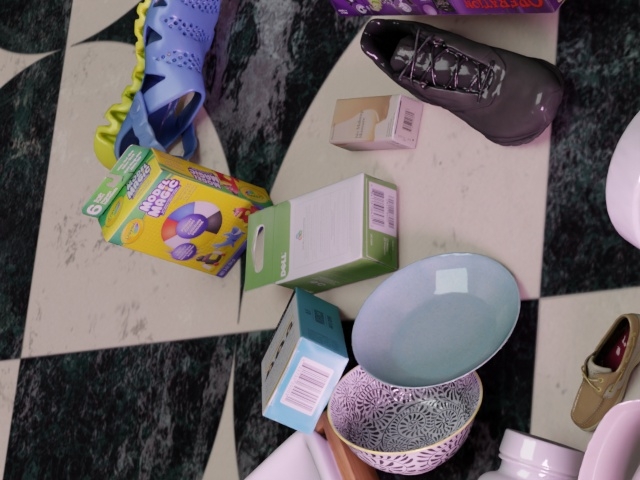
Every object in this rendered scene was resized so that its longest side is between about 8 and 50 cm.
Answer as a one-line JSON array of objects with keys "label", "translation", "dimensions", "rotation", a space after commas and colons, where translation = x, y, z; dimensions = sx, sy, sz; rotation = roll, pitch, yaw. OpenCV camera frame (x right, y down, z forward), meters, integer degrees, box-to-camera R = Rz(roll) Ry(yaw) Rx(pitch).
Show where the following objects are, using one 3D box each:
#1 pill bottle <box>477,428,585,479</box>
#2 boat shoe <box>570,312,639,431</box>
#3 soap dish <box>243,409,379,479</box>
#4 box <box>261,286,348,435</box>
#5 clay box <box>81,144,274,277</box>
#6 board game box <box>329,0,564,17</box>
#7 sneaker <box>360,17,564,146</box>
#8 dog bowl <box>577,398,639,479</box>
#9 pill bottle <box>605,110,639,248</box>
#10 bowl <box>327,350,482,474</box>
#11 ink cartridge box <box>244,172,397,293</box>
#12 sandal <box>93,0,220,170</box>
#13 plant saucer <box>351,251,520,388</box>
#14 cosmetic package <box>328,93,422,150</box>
[{"label": "pill bottle", "translation": [0.199, 0.289, 1.675], "dimensions": [0.112, 0.112, 0.187], "rotation": [15, 87, 49]}, {"label": "boat shoe", "translation": [0.286, 0.129, 1.689], "dimensions": [0.050, 0.045, 0.135], "rotation": [39, 106, 48]}, {"label": "soap dish", "translation": [-0.029, 0.369, 1.893], "dimensions": [0.291, 0.118, 0.229], "rotation": [-47, 46, 27]}, {"label": "box", "translation": [-0.021, 0.134, 1.920], "dimensions": [0.100, 0.060, 0.244], "rotation": [-64, 7, 10]}, {"label": "clay box", "translation": [-0.181, -0.036, 2.132], "dimensions": [0.127, 0.222, 0.053], "rotation": [-51, 45, 23]}, {"label": "board game box", "translation": [0.181, -0.338, 1.910], "dimensions": [0.347, 0.056, 0.208], "rotation": [8, 57, 50]}, {"label": "sneaker", "translation": [0.151, -0.185, 1.893], "dimensions": [0.286, 0.130, 0.109], "rotation": [23, 93, 48]}, {"label": "dog bowl", "translation": [0.363, 0.279, 1.420], "dimensions": [0.349, 0.102, 0.349], "rotation": [21, 115, 57]}, {"label": "pill bottle", "translation": [0.441, 0.010, 1.421], "dimensions": [0.407, 0.229, 0.229], "rotation": [37, 104, 48]}, {"label": "bowl", "translation": [0.097, 0.201, 1.824], "dimensions": [0.170, 0.170, 0.080], "rotation": [38, 149, 48]}, {"label": "ink cartridge box", "translation": [0.000, 0.000, 2.041], "dimensions": [0.209, 0.062, 0.109], "rotation": [-18, 63, 43]}, {"label": "sandal", "translation": [-0.198, -0.225, 2.312], "dimensions": [0.138, 0.126, 0.317], "rotation": [30, 107, 45]}, {"label": "plant saucer", "translation": [0.130, 0.096, 1.838], "dimensions": [0.195, 0.037, 0.195], "rotation": [-16, 41, 14]}, {"label": "cosmetic package", "translation": [0.066, -0.142, 2.036], "dimensions": [0.115, 0.041, 0.060], "rotation": [-1, 76, 48]}]
